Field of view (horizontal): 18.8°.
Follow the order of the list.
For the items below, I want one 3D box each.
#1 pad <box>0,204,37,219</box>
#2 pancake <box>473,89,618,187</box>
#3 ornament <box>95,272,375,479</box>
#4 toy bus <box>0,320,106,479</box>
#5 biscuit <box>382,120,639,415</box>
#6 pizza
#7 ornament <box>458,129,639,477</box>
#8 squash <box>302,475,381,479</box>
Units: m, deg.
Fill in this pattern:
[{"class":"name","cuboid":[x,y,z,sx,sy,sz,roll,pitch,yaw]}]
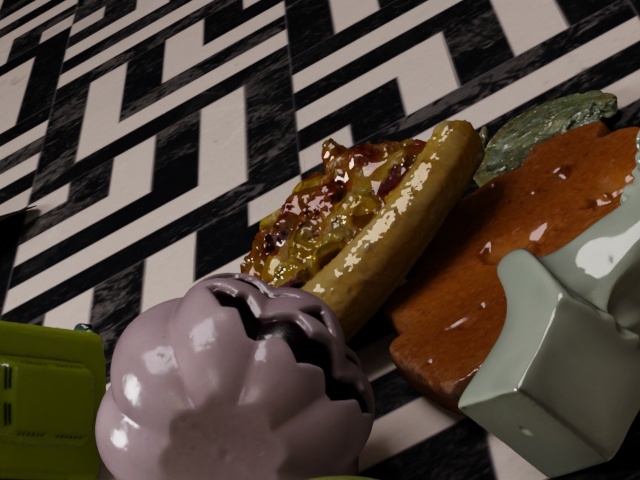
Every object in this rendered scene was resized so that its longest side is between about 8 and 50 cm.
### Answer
[{"class":"pad","cuboid":[-0.528,0.006,2.084,0.375,0.063,0.315,-14,8,38]},{"class":"pancake","cuboid":[0.174,-0.080,1.522,0.129,0.022,0.116,-38,20,-14]},{"class":"ornament","cuboid":[-0.052,0.107,1.229,0.177,0.177,0.177,-27,22,12]},{"class":"toy bus","cuboid":[-0.279,0.117,1.404,0.150,0.128,0.262,-6,-11,39]},{"class":"biscuit","cuboid":[0.140,0.021,1.318,0.284,0.043,0.306,-20,25,36]},{"class":"pizza","cuboid":[0.000,0.000,1.430,0.289,0.081,0.229,-48,16,7]},{"class":"ornament","cuboid":[0.193,0.015,1.155,0.285,0.130,0.120,-39,10,-17]},{"class":"squash","cuboid":[-0.015,0.196,1.074,0.186,0.123,0.123,-22,23,12]}]
